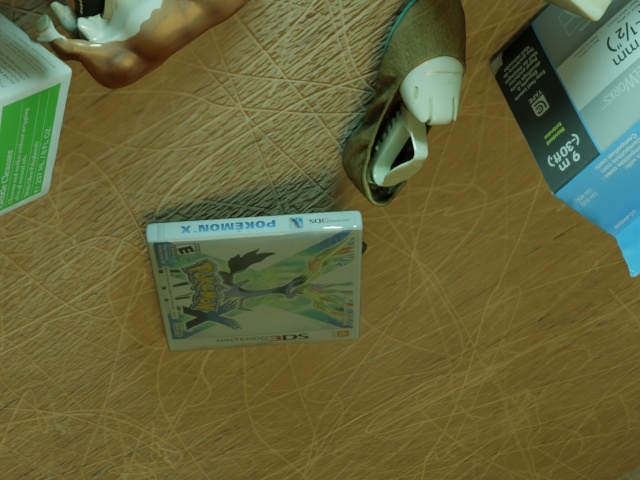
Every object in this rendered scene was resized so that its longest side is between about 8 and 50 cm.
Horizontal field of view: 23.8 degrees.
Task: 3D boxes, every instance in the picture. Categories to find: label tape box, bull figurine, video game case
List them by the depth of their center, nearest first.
[{"bbox_3d":[-0.172,-0.284,1.705,0.310,0.101,0.188,-37,138,21],"label":"bull figurine"},{"bbox_3d":[0.387,-0.168,1.918,0.115,0.348,0.249,16,133,-40],"label":"label tape box"},{"bbox_3d":[-0.090,0.066,2.222,0.300,0.036,0.329,-4,147,-2],"label":"video game case"}]

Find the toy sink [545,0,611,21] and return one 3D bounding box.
[{"bbox_3d":[0.231,-0.369,1.730,0.153,0.234,0.131,28,95,-44],"label":"toy sink"}]

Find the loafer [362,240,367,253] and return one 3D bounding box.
[{"bbox_3d":[0.000,0.000,2.224,0.148,0.050,0.056,4,147,-28],"label":"loafer"}]

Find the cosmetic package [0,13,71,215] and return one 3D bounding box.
[{"bbox_3d":[-0.462,-0.095,1.624,0.365,0.155,0.197,-33,152,-42],"label":"cosmetic package"}]

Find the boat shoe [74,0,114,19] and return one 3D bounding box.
[{"bbox_3d":[-0.251,-0.333,1.451,0.091,0.114,0.302,-11,137,-11],"label":"boat shoe"}]

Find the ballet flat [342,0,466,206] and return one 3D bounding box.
[{"bbox_3d":[0.119,-0.168,1.986,0.116,0.124,0.342,0,141,-26],"label":"ballet flat"}]
